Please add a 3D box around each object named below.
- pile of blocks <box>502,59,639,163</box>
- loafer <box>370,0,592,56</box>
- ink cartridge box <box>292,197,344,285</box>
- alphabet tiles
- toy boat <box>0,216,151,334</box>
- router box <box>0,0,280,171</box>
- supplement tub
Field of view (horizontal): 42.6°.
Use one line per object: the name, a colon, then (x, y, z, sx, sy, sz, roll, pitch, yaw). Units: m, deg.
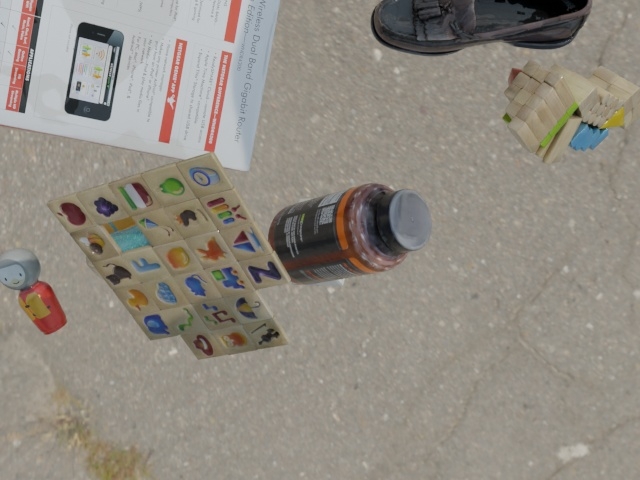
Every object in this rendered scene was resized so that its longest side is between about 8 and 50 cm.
pile of blocks: (0.388, -0.217, 1.342, 0.362, 0.112, 0.149, -5, 129, -45)
loafer: (0.223, -0.320, 1.136, 0.303, 0.095, 0.109, -2, 83, -5)
ink cartridge box: (0.000, 0.000, 1.194, 0.052, 0.089, 0.122, 46, 52, -48)
alphabet tiles: (-0.132, 0.030, 0.825, 0.198, 0.009, 0.237, -13, 125, 25)
toy boat: (-0.363, 0.016, 1.358, 0.318, 0.267, 0.148, -34, 110, -22)
router box: (-0.194, -0.259, 0.847, 0.301, 0.082, 0.335, 10, 93, -29)
supplement tub: (0.035, -0.008, 0.968, 0.106, 0.198, 0.106, 10, 76, -41)
